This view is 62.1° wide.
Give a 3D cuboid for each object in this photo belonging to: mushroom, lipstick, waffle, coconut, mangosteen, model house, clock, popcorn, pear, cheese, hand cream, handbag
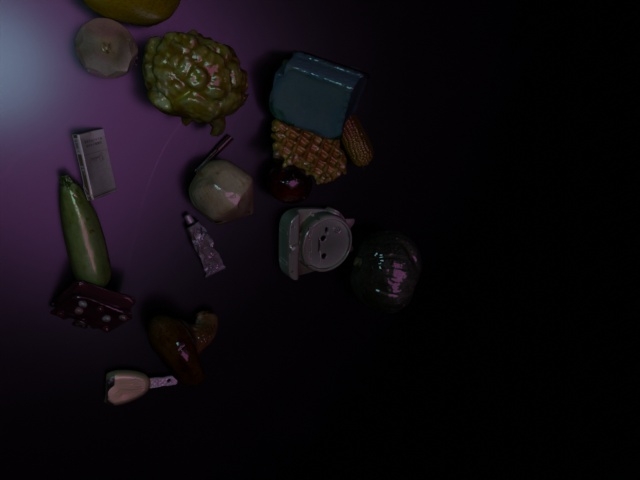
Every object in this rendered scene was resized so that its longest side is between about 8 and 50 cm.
[{"bbox_3d":[-0.470,0.353,1.820,0.267,0.267,0.254,36,87,-33],"label":"mushroom"},{"bbox_3d":[-0.363,-0.288,1.790,0.176,0.027,0.027,-46,123,-6],"label":"lipstick"},{"bbox_3d":[-0.037,-0.321,1.860,0.301,0.058,0.281,8,61,-30],"label":"waffle"},{"bbox_3d":[-0.317,-0.153,1.760,0.224,0.224,0.224,-10,111,-26],"label":"coconut"},{"bbox_3d":[-0.106,-0.222,1.887,0.166,0.166,0.180,12,77,-32],"label":"mangosteen"},{"bbox_3d":[0.004,-0.526,1.801,0.281,0.248,0.230,22,136,4],"label":"model house"},{"bbox_3d":[0.000,0.000,2.042,0.324,0.108,0.265,-9,111,-27],"label":"clock"},{"bbox_3d":[-0.358,-0.483,1.584,0.335,0.279,0.274,12,82,-20],"label":"popcorn"},{"bbox_3d":[-0.515,-0.777,1.394,0.386,0.191,0.340,36,71,-30],"label":"pear"},{"bbox_3d":[-0.635,0.513,1.895,0.251,0.054,0.127,0,106,-30],"label":"cheese"},{"bbox_3d":[-0.409,0.017,1.857,0.084,0.050,0.257,-31,122,-20],"label":"hand cream"},{"bbox_3d":[-0.592,-0.531,1.481,0.171,0.183,0.171,-10,112,-25],"label":"coconut"},{"bbox_3d":[-0.715,0.217,1.670,0.203,0.074,0.216,30,135,-34],"label":"handbag"}]

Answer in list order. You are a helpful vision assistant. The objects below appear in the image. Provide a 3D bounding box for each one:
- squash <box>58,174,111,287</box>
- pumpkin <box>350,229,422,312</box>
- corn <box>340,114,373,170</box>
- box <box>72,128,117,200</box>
[{"bbox_3d":[-0.725,-0.022,1.626,0.118,0.118,0.370,-16,109,-24],"label":"squash"},{"bbox_3d":[0.257,0.118,2.127,0.257,0.291,0.327,13,90,-11],"label":"pumpkin"},{"bbox_3d":[0.110,-0.405,1.974,0.101,0.101,0.310,-38,116,-13],"label":"corn"},{"bbox_3d":[-0.675,-0.229,1.593,0.109,0.029,0.198,-46,136,-61],"label":"box"}]
